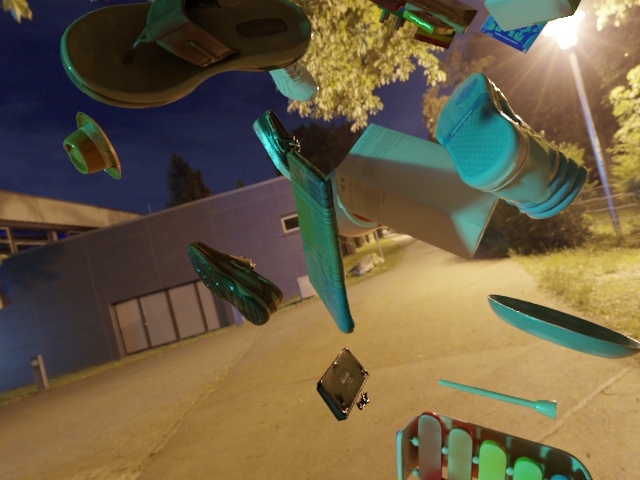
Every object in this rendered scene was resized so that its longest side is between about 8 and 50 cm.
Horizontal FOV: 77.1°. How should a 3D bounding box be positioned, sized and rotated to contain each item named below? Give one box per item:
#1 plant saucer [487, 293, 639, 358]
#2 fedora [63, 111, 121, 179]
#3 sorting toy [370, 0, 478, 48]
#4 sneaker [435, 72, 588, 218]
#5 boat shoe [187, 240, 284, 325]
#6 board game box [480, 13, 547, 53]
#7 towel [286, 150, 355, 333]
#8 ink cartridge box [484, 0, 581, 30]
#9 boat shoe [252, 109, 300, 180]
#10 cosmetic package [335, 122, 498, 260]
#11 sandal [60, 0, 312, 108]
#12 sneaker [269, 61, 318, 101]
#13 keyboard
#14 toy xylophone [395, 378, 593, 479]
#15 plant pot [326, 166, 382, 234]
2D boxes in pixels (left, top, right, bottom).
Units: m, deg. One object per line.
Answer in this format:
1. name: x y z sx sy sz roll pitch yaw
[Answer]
1. plant saucer: 0.540 0.195 0.919 0.317 0.044 0.317 14 6 -2
2. fedora: -0.580 -0.223 1.004 0.079 0.194 0.194 -36 10 -32
3. sorting toy: 0.143 -0.317 0.566 0.274 0.132 0.046 -56 -8 -47
4. sneaker: 0.318 -0.151 0.679 0.208 0.319 0.127 26 -49 -16
5. boat shoe: -0.241 0.107 1.149 0.120 0.324 0.123 -40 -22 -36
6. board game box: 0.593 -0.679 1.162 0.047 0.160 0.210 -63 -1 -42
7. towel: 0.000 0.000 0.925 0.040 0.370 0.271 -16 29 -13
8. ink cartridge box: 0.460 -0.557 0.802 0.092 0.220 0.160 28 -1 -34
9. boat shoe: -0.094 -0.244 1.061 0.070 0.219 0.077 -37 -3 28
10. cosmetic package: 0.241 -0.128 0.989 0.197 0.365 0.155 -54 -23 -25
11. sandal: -0.138 -0.245 0.461 0.302 0.120 0.086 -28 -1 -25
12. sneaker: -0.097 -0.458 1.050 0.090 0.232 0.115 -48 5 -1
13. keyboard: 0.054 0.287 0.788 0.023 0.108 0.180 -45 -8 21
14. toy xylophone: 0.283 0.367 0.677 0.322 0.236 0.081 -3 15 31
15. plant pot: 0.140 -0.139 1.346 0.274 0.275 0.243 -15 6 -7
